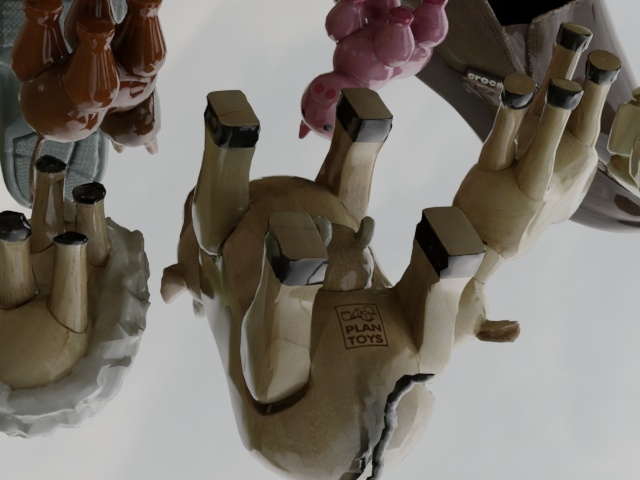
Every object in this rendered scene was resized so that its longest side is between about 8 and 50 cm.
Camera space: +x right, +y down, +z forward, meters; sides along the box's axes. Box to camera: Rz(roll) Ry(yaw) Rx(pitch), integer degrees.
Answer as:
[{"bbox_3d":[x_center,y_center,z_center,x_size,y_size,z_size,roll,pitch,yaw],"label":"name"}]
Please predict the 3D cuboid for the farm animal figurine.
[{"bbox_3d":[0.000,0.000,0.612,0.326,0.330,0.172,-93,-168,-53],"label":"farm animal figurine"}]

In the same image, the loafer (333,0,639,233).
[{"bbox_3d":[0.165,-0.137,0.898,0.130,0.366,0.134,-36,-152,43],"label":"loafer"}]

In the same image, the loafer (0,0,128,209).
[{"bbox_3d":[-0.173,-0.141,0.776,0.084,0.096,0.267,-115,-147,-42],"label":"loafer"}]

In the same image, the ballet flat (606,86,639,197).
[{"bbox_3d":[0.147,-0.029,0.442,0.231,0.077,0.077,-79,179,-72],"label":"ballet flat"}]
